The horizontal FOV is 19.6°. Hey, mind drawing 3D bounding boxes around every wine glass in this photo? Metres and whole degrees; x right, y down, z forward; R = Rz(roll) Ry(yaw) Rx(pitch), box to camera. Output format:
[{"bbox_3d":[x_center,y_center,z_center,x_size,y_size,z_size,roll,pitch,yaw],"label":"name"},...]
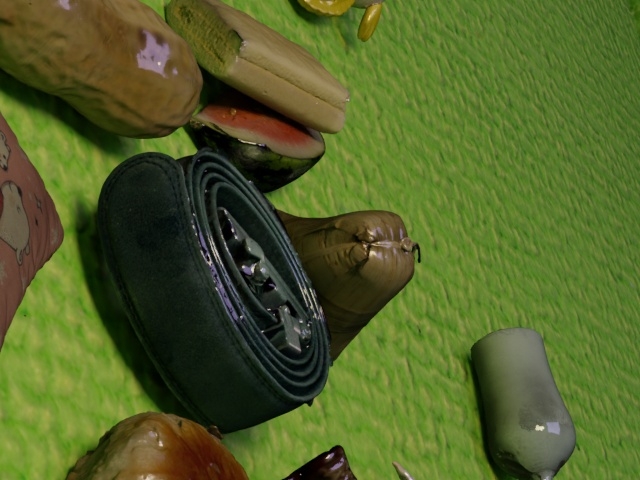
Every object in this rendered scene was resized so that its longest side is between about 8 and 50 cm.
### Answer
[{"bbox_3d":[0.238,0.216,2.128,0.103,0.103,0.231,38,31,-47],"label":"wine glass"}]

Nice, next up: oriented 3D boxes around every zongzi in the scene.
[{"bbox_3d":[0.000,0.000,1.745,0.099,0.194,0.197,9,53,-36],"label":"zongzi"}]

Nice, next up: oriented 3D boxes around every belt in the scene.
[{"bbox_3d":[-0.094,0.037,1.578,0.267,0.116,0.206,59,21,-21],"label":"belt"}]

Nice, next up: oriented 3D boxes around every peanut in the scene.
[{"bbox_3d":[-0.203,-0.176,1.562,0.274,0.111,0.125,34,34,-51],"label":"peanut"}]

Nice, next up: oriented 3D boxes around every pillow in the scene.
[{"bbox_3d":[-0.271,-0.041,1.316,0.223,0.084,0.236,55,23,-18],"label":"pillow"}]

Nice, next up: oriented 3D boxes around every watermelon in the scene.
[{"bbox_3d":[-0.058,-0.110,1.886,0.119,0.063,0.245,52,23,4],"label":"watermelon"}]

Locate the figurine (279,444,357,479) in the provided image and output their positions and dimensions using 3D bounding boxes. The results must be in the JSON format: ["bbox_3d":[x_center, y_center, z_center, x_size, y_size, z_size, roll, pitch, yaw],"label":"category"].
[{"bbox_3d":[0.071,0.354,1.569,0.281,0.167,0.370,-29,83,-33],"label":"figurine"}]

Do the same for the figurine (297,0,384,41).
[{"bbox_3d":[0.016,-0.317,2.209,0.178,0.109,0.130,14,64,-49],"label":"figurine"}]

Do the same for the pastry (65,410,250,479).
[{"bbox_3d":[-0.105,0.222,1.398,0.192,0.093,0.182,60,21,-11],"label":"pastry"}]

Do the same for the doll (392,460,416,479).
[{"bbox_3d":[0.100,0.273,1.794,0.073,0.084,0.127,20,56,-60],"label":"doll"}]

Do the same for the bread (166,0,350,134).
[{"bbox_3d":[-0.061,-0.182,1.872,0.178,0.060,0.139,23,20,-49],"label":"bread"}]
